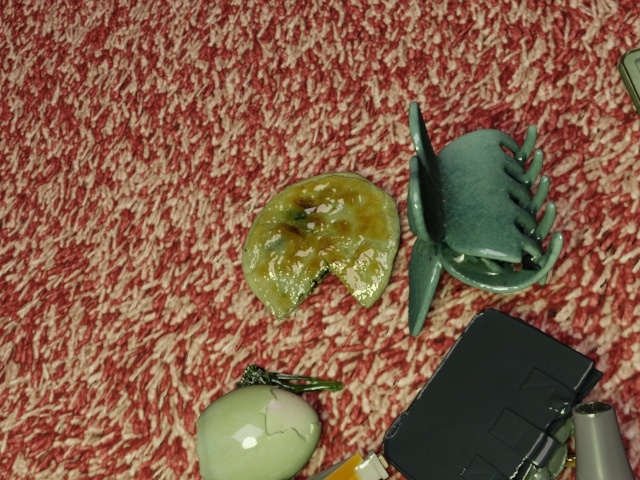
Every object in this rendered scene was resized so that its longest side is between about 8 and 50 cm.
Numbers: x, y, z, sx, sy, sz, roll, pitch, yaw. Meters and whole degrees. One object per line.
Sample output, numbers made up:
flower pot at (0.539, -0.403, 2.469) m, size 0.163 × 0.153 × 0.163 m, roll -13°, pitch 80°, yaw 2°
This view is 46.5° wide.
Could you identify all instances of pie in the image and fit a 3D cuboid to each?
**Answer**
pie at (0.000, 0.000, 1.468) m, size 0.338 × 0.075 × 0.337 m, roll -6°, pitch 66°, yaw 15°

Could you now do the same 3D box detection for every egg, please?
egg at (-0.104, 0.344, 1.300) m, size 0.217 × 0.183 × 0.183 m, roll -8°, pitch 66°, yaw -1°

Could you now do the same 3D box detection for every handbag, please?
handbag at (0.292, 0.298, 1.215) m, size 0.269 × 0.118 × 0.325 m, roll 31°, pitch 80°, yaw 45°

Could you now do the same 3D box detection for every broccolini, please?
broccolini at (-0.059, 0.263, 1.385) m, size 0.201 × 0.058 × 0.074 m, roll -5°, pitch 74°, yaw 15°

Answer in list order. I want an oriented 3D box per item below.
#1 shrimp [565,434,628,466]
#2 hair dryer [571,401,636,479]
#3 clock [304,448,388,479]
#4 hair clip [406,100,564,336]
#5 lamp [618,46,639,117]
shrimp at (0.415, 0.330, 1.221) m, size 0.162 × 0.045 × 0.095 m, roll 17°, pitch 75°, yaw 29°
hair dryer at (0.548, 0.373, 1.119) m, size 0.361 × 0.121 × 0.301 m, roll -9°, pitch 92°, yaw -5°
clock at (0.003, 0.482, 1.192) m, size 0.309 × 0.166 × 0.235 m, roll -33°, pitch 87°, yaw -3°
hair clip at (0.266, -0.054, 1.298) m, size 0.238 × 0.392 × 0.318 m, roll -2°, pitch 51°, yaw 5°
lamp at (0.727, -0.278, 1.382) m, size 0.269 × 0.047 × 0.266 m, roll -16°, pitch 65°, yaw 10°
